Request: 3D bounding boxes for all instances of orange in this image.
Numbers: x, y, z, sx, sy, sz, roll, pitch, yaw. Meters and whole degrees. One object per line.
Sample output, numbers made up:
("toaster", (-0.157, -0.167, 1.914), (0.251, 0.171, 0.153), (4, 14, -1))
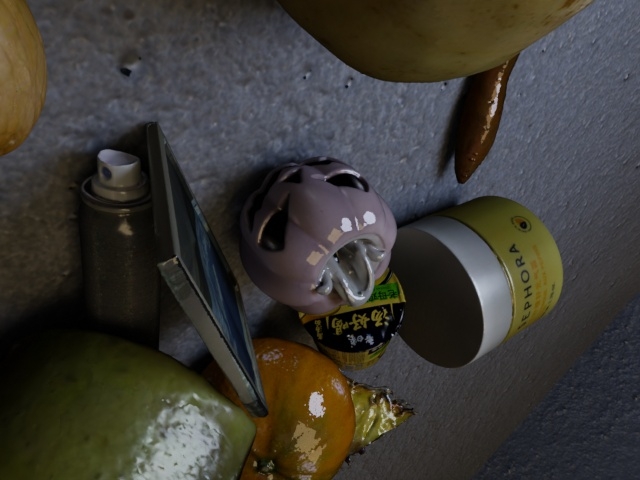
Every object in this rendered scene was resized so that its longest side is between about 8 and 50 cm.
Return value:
("orange", (-0.069, 0.251, 0.690), (0.240, 0.171, 0.240), (0, 113, 0))

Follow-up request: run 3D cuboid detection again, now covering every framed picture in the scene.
("framed picture", (-0.111, 0.038, 0.496), (0.023, 0.189, 0.260), (-19, 136, -4))

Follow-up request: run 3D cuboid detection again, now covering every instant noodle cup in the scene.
("instant noodle cup", (0.043, 0.115, 0.739), (0.151, 0.151, 0.122), (-29, 148, -19))

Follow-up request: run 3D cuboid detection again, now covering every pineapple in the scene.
("pineapple", (-0.027, 0.312, 0.873), (0.334, 0.158, 0.161), (-33, 179, -9))

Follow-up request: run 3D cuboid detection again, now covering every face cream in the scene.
("face cream", (-0.197, 0.044, 0.508), (0.073, 0.073, 0.284), (-13, 131, -34))
("face cream", (0.221, 0.057, 0.775), (0.179, 0.218, 0.218), (-20, 135, -29))

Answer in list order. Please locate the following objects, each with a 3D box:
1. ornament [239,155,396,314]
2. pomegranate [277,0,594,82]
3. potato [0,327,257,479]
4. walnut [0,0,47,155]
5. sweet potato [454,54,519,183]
("ornament", (0.000, -0.001, 0.575), (0.177, 0.177, 0.177), (-24, 136, -25))
("pomegranate", (0.097, -0.258, 0.338), (0.319, 0.319, 0.319), (-24, 136, -25))
("potato", (-0.266, 0.255, 0.432), (0.330, 0.280, 0.213), (-24, 118, 22))
("walnut", (-0.237, -0.116, 0.285), (0.144, 0.144, 0.180), (-23, 140, -26))
("sweet potato", (0.226, -0.195, 0.692), (0.057, 0.057, 0.265), (-16, 129, -32))
